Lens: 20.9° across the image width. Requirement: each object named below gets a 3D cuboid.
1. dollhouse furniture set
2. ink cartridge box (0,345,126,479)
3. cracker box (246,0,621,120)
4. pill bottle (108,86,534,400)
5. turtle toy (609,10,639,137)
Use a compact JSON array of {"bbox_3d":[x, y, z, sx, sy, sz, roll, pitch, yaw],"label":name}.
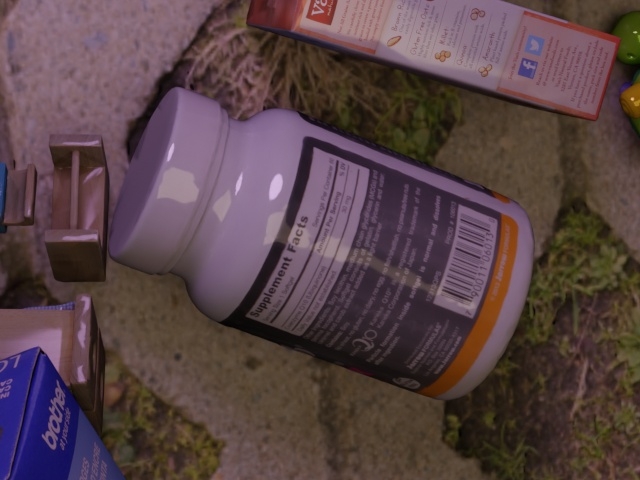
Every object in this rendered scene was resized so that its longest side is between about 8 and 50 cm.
[{"bbox_3d":[-0.218,0.034,1.229,0.129,0.129,0.183,1,66,-2],"label":"dollhouse furniture set"},{"bbox_3d":[-0.244,0.249,1.145,0.270,0.151,0.395,-20,120,13],"label":"ink cartridge box"},{"bbox_3d":[0.076,-0.151,1.244,0.232,0.156,0.067,14,95,-16],"label":"cracker box"},{"bbox_3d":[0.000,0.000,1.247,0.278,0.162,0.162,21,93,-15],"label":"pill bottle"},{"bbox_3d":[0.269,-0.120,1.345,0.095,0.066,0.130,-31,104,-8],"label":"turtle toy"}]
